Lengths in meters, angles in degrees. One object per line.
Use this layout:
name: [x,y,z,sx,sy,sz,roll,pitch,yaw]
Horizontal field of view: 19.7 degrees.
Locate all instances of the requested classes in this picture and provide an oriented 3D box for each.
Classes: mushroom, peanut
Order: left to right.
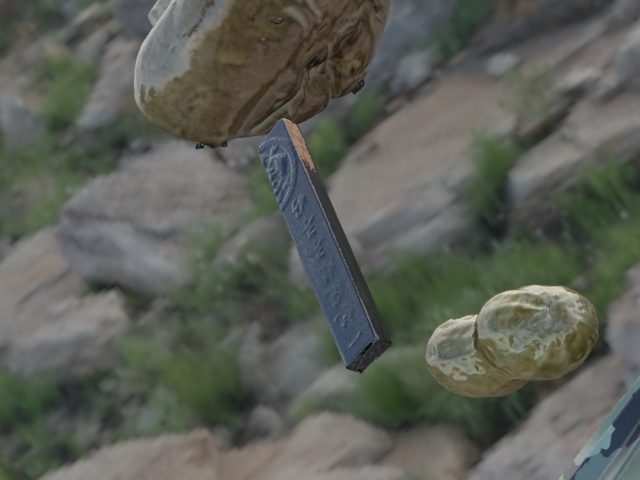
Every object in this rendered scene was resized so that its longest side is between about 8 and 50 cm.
mushroom: [-0.023,-0.193,1.359,0.285,0.156,0.151,-46,-15,-43]
peanut: [0.160,0.089,1.593,0.193,0.089,0.089,-31,17,51]

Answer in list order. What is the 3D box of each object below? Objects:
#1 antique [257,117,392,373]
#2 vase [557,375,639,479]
antique: [0.000,0.000,1.101,0.031,0.015,0.192,-49,42,26]
vase: [0.282,0.180,1.485,0.165,0.165,0.360,-77,9,-62]
